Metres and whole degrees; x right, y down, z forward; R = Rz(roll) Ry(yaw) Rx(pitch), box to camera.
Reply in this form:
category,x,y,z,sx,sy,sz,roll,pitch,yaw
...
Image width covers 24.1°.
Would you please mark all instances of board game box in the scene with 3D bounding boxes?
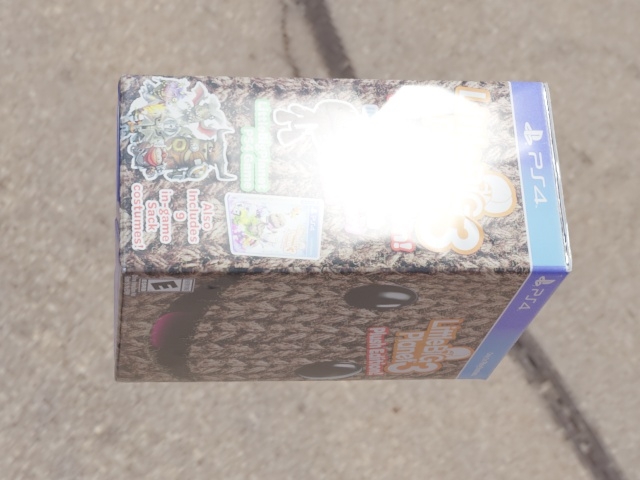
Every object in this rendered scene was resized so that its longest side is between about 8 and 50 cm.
category,x,y,z,sx,sy,sz,roll,pitch,yaw
board game box,0.000,0.000,1.064,0.291,0.232,0.141,0,67,-8
